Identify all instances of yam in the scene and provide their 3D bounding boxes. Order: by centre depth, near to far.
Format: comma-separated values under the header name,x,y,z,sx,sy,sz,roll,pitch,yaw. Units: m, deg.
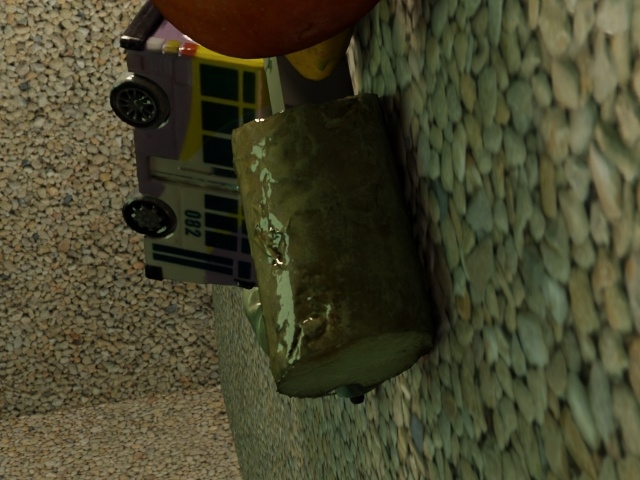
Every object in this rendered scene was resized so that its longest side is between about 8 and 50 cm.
name,x,y,z,sx,sy,sz,roll,pitch,yaw
yam,0.007,-0.012,0.874,0.168,0.168,0.304,114,146,-69

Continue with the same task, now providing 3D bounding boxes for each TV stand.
name,x,y,z,sx,sy,sz,roll,pitch,yaw
TV stand,-0.022,-0.221,1.077,0.083,0.088,0.269,118,143,-70

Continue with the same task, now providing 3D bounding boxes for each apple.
name,x,y,z,sx,sy,sz,roll,pitch,yaw
apple,-0.047,-0.286,0.746,0.251,0.206,0.272,46,119,12

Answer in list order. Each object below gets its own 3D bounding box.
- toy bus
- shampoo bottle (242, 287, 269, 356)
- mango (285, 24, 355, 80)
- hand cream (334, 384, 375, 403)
name,x,y,z,sx,sy,sz,roll,pitch,yaw
toy bus,-0.149,-0.139,1.341,0.209,0.249,0.440,-73,-8,-48
shampoo bottle,-0.079,0.137,1.579,0.234,0.087,0.118,-134,37,-71
mango,-0.011,-0.275,0.933,0.147,0.109,0.227,-128,30,-61
hand cream,0.031,0.081,1.055,0.052,0.075,0.247,-135,36,-64
